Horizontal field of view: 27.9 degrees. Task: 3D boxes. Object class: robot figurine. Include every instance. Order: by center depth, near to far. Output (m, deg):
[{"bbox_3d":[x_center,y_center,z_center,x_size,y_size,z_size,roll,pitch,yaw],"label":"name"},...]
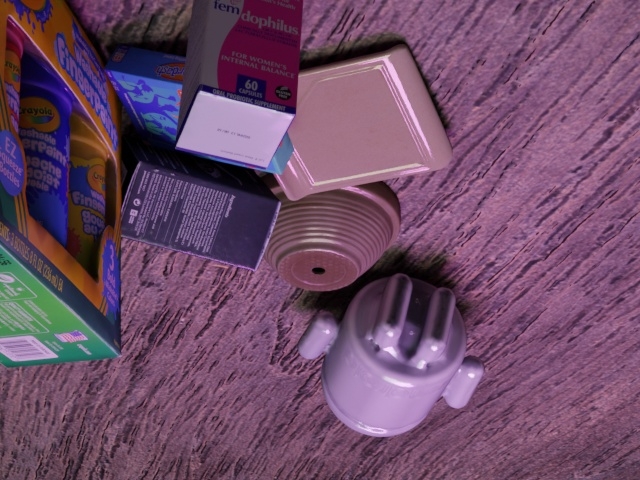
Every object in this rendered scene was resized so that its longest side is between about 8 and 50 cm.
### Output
[{"bbox_3d":[0.113,0.192,2.094,0.300,0.199,0.353,20,146,0],"label":"robot figurine"}]

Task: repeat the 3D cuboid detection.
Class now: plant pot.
[{"bbox_3d":[0.000,0.000,1.886,0.237,0.109,0.237,2,148,1],"label":"plant pot"}]

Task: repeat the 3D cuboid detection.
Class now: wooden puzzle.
[{"bbox_3d":[0.032,-0.155,1.693,0.239,0.044,0.221,-14,138,16],"label":"wooden puzzle"}]

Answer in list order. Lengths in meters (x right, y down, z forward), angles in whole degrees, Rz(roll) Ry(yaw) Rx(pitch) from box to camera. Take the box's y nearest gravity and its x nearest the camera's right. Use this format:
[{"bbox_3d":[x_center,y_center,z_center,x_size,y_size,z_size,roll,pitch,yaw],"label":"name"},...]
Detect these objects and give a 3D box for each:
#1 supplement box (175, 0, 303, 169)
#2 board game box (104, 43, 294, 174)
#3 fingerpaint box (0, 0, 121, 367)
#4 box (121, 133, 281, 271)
[{"bbox_3d":[-0.090,-0.209,1.460,0.111,0.220,0.114,12,145,-15],"label":"supplement box"},{"bbox_3d":[-0.151,-0.165,1.631,0.210,0.047,0.160,13,151,23],"label":"board game box"},{"bbox_3d":[-0.353,-0.096,1.439,0.163,0.371,0.445,-6,158,7],"label":"fingerpaint box"},{"bbox_3d":[-0.178,-0.052,1.746,0.207,0.153,0.108,16,103,-21],"label":"box"}]
